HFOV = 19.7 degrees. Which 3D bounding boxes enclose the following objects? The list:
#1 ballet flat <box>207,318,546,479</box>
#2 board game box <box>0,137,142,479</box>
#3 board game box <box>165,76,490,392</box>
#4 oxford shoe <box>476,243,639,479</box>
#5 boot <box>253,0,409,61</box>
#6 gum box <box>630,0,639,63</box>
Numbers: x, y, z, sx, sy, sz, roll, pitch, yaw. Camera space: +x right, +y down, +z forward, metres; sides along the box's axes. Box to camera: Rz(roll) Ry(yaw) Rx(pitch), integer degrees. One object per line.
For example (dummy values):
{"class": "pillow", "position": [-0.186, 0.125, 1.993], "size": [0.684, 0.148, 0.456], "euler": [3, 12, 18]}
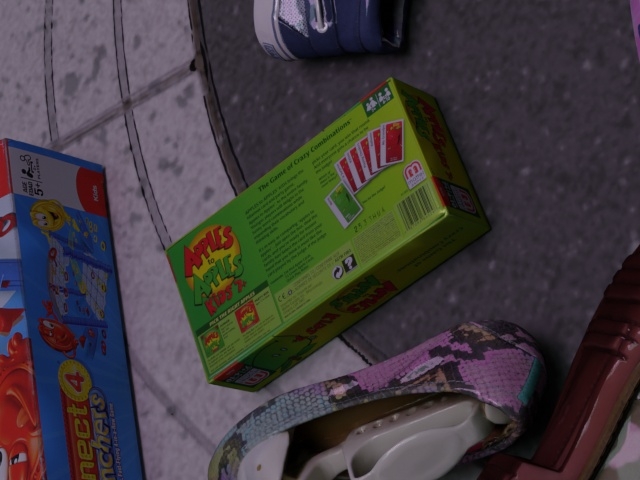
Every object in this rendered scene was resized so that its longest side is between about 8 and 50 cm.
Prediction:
{"class": "ballet flat", "position": [0.019, 0.110, 0.964], "size": [0.221, 0.077, 0.079], "euler": [-27, 21, 28]}
{"class": "board game box", "position": [-0.257, 0.134, 1.183], "size": [0.308, 0.086, 0.302], "euler": [-26, 63, 32]}
{"class": "board game box", "position": [0.000, 0.000, 1.036], "size": [0.181, 0.043, 0.092], "euler": [-36, 58, 27]}
{"class": "oxford shoe", "position": [0.179, 0.077, 0.850], "size": [0.130, 0.123, 0.348], "euler": [35, 94, 0]}
{"class": "boot", "position": [0.017, -0.197, 1.065], "size": [0.086, 0.069, 0.190], "euler": [3, 89, 32]}
{"class": "gum box", "position": [0.206, -0.162, 0.896], "size": [0.107, 0.062, 0.188], "euler": [-18, 68, 35]}
